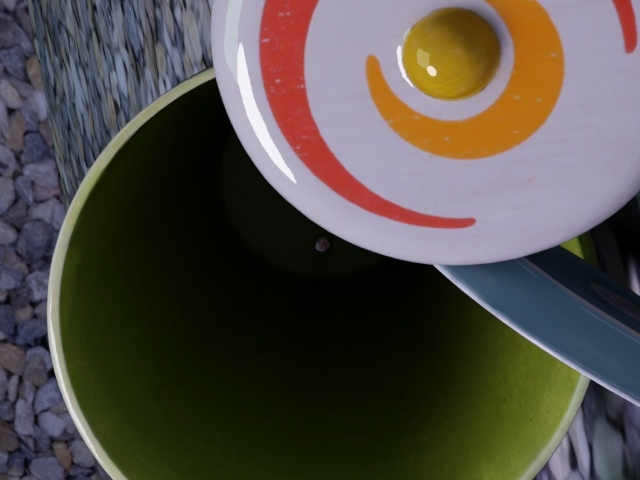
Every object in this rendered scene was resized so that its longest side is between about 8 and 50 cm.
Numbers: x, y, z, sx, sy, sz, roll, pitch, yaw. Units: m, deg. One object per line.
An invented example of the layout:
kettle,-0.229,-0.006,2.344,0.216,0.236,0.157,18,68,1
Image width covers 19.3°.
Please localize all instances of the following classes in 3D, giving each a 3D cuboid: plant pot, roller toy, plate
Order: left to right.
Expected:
plant pot,0.000,0.000,1.070,0.293,0.274,0.275,-93,-8,-74
roller toy,0.058,-0.092,0.762,0.209,0.191,0.146,37,-157,-10
plate,0.119,0.031,0.829,0.024,0.188,0.188,-59,28,10

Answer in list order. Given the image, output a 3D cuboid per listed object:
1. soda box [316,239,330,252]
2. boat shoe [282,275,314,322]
soda box,0.045,0.065,1.304,0.063,0.058,0.183,116,138,-69
boat shoe,-0.014,0.098,1.223,0.340,0.127,0.113,29,132,23
